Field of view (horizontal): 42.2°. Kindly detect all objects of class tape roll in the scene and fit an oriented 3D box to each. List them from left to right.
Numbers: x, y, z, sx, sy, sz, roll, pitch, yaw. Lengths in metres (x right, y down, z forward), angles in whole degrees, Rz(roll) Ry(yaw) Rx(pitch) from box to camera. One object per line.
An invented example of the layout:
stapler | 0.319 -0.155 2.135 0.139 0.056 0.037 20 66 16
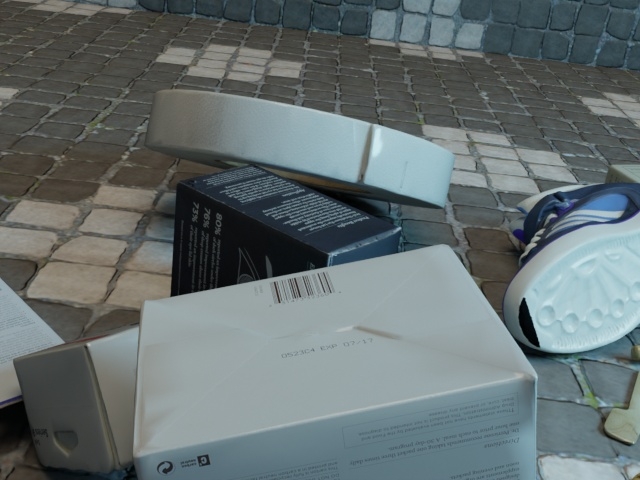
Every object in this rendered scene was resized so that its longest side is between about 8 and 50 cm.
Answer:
tape roll | -0.026 -0.111 1.052 0.392 0.072 0.392 12 0 0

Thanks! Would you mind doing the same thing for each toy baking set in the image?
toy baking set | 0.392 0.156 0.807 0.256 0.030 0.197 7 24 0

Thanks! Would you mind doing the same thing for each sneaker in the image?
sneaker | 0.286 0.023 0.999 0.323 0.130 0.236 -26 15 -25

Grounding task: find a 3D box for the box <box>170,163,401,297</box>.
box | -0.041 0.032 0.812 0.207 0.153 0.108 26 30 33

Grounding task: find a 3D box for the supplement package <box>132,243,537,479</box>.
supplement package | 0.009 0.137 0.486 0.194 0.203 0.149 -10 27 -5

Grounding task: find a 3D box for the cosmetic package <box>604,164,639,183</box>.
cosmetic package | 0.512 0.005 1.075 0.160 0.113 0.309 0 26 -16

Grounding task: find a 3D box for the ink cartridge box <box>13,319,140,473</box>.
ink cartridge box | -0.105 0.099 0.643 0.212 0.093 0.154 -16 -1 -38

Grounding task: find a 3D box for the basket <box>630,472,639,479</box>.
basket | 0.205 0.235 0.324 0.213 0.223 0.299 -7 34 -21

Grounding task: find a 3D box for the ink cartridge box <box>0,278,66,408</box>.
ink cartridge box | -0.337 0.107 0.692 0.223 0.045 0.224 -16 34 -41
